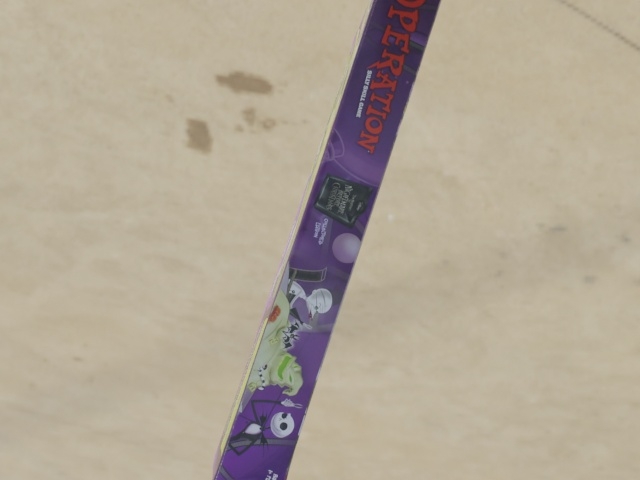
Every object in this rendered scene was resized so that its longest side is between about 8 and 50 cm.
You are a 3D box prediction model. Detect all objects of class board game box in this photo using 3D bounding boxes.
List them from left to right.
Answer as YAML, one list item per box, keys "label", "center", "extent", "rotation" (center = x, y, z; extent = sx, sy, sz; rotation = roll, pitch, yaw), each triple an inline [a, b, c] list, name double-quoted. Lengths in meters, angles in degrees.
- label: "board game box"
  center: [0.000, 0.000, 0.825]
  extent: [0.056, 0.346, 0.208]
  rotation: [19, 174, -7]
